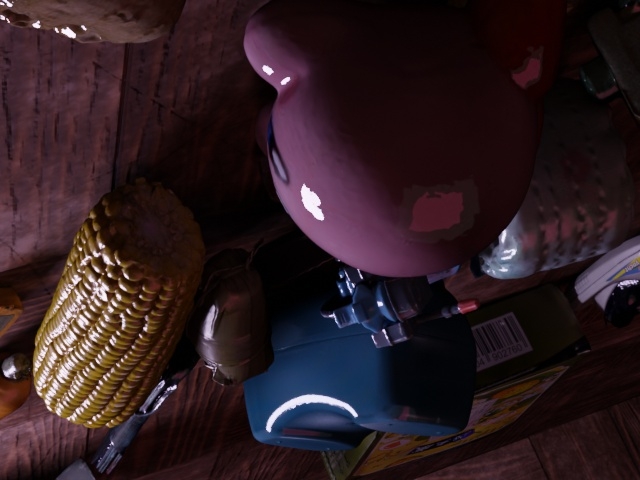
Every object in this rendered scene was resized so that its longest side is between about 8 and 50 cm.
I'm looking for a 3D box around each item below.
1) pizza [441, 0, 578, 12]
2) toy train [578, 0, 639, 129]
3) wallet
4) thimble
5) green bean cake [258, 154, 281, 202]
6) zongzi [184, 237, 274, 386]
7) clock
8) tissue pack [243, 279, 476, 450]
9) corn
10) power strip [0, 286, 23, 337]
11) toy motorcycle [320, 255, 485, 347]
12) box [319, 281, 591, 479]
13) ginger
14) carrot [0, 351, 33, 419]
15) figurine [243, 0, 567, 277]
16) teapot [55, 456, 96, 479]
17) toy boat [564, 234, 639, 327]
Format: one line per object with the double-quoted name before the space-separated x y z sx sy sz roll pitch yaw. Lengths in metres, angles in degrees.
"pizza" 0.146 -0.190 1.152 0.178 0.041 0.131 -21 158 -5
"toy train" 0.400 -0.219 1.241 0.326 0.129 0.159 -29 165 14
"wallet" -0.191 0.165 1.574 0.318 0.045 0.172 -48 -171 50
"thimble" 0.217 -0.064 1.348 0.149 0.185 0.211 -15 -173 -8
"green bean cake" 0.021 -0.084 1.263 0.135 0.056 0.135 -33 160 25
"zongzi" -0.118 0.033 1.338 0.081 0.178 0.189 -26 141 -21
"clock" 0.000 0.000 1.381 0.184 0.040 0.184 -25 -177 1
"tissue pack" 0.044 0.146 1.627 0.198 0.206 0.287 14 157 -41
"corn" -0.202 0.078 1.306 0.144 0.144 0.387 -12 159 -28
"power strip" -0.360 0.098 1.348 0.049 0.028 0.178 -5 153 -42
"toy motorcycle" 0.110 0.022 1.464 0.182 0.123 0.272 -16 -164 29
"box" 0.206 0.254 2.212 0.373 0.138 0.420 -17 160 -19
"ginger" -0.156 -0.180 0.801 0.137 0.074 0.213 -37 162 10
"carrot" -0.408 0.204 1.518 0.069 0.069 0.336 -6 157 -40
"figurine" 0.082 -0.081 1.045 0.261 0.211 0.270 -10 151 -6
"teapot" -0.473 0.475 1.922 0.344 0.253 0.300 -22 -166 -18
"toy boat" 0.511 0.060 2.072 0.141 0.141 0.269 -10 170 -33
